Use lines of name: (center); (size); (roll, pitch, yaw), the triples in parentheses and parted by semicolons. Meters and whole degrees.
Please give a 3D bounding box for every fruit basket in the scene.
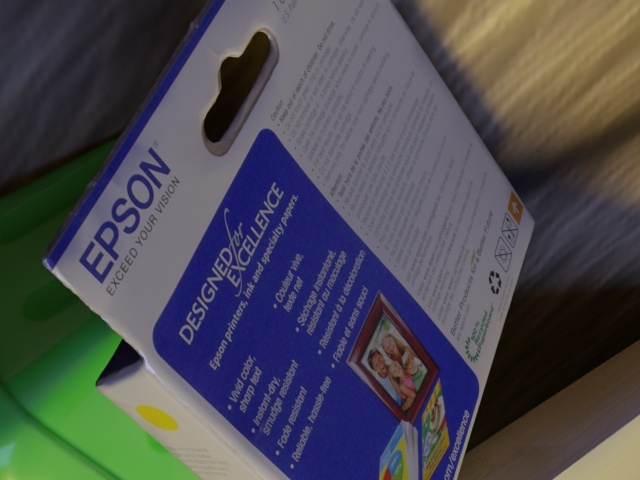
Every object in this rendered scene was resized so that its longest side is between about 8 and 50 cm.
fruit basket: (-0.162, 0.159, 0.769); (0.392, 0.283, 0.392); (-14, 122, -22)

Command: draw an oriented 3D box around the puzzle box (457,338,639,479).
puzzle box: (0.189, 0.206, 0.884); (0.409, 0.052, 0.272); (-22, 141, -40)

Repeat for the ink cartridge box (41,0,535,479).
ink cartridge box: (0.000, 0.000, 0.634); (0.072, 0.303, 0.307); (-11, 132, 41)
